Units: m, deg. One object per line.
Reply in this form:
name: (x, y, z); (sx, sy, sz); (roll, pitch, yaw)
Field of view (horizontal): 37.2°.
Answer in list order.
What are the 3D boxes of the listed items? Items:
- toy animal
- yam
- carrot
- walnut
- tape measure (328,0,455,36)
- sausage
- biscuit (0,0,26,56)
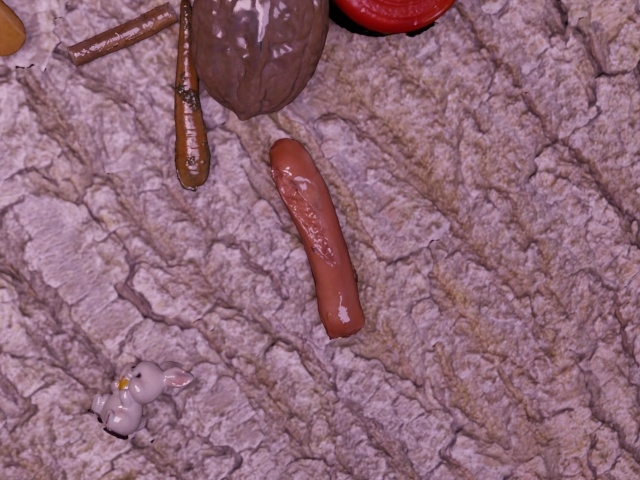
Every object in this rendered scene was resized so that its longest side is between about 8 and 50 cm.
toy animal: (-0.243, 0.204, 1.278); (0.085, 0.071, 0.124); (37, 85, -23)
yam: (-0.249, -0.261, 1.206); (0.145, 0.032, 0.032); (-28, 109, -14)
carrot: (-0.172, -0.190, 1.249); (0.049, 0.049, 0.255); (-5, 98, -21)
walnut: (-0.078, -0.263, 1.206); (0.178, 0.178, 0.231); (4, 110, -23)
tape measure: (0.099, -0.398, 1.274); (0.253, 0.114, 0.261); (25, 91, -24)
sausage: (-0.001, 0.000, 1.336); (0.078, 0.078, 0.305); (-23, 108, -17)
biscuit: (-0.442, -0.294, 1.065); (0.212, 0.041, 0.239); (2, 126, -9)
